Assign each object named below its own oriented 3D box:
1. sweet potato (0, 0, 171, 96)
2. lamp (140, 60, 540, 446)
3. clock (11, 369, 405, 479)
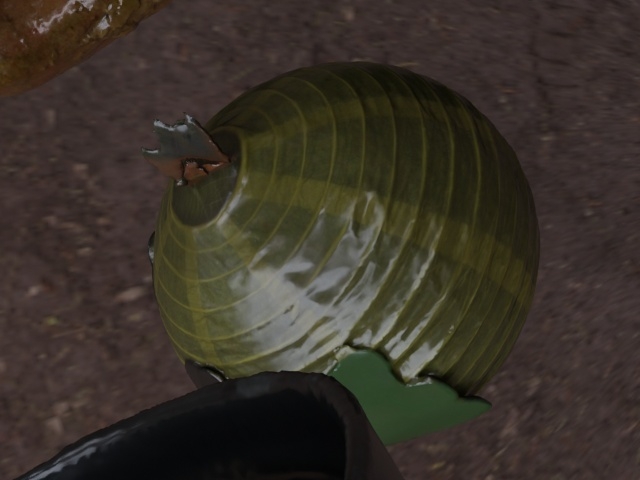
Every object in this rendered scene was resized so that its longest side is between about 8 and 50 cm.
[{"bbox_3d":[-0.185,-0.191,1.490,0.354,0.095,0.106,-30,125,-7],"label":"sweet potato"},{"bbox_3d":[0.000,0.000,1.178,0.250,0.284,0.250,-26,49,34],"label":"lamp"},{"bbox_3d":[-0.103,0.151,0.423,0.319,0.319,0.066,-33,103,17],"label":"clock"}]
